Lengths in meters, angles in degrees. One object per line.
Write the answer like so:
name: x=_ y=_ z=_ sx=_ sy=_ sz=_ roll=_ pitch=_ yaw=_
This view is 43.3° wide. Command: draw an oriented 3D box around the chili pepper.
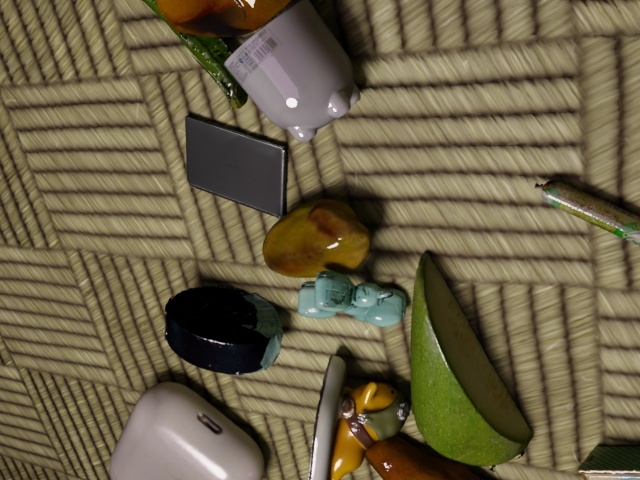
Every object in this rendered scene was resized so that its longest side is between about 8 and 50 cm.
chili pepper: x=-0.211 y=-0.323 z=1.102 sx=0.359 sy=0.076 sz=0.085 roll=47 pitch=167 yaw=4

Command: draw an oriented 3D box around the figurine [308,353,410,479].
figurine: x=0.065 y=0.315 z=1.280 sx=0.141 sy=0.166 sz=0.249 roll=7 pitch=86 yaw=7

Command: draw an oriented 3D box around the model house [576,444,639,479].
model house: x=0.425 y=0.378 z=1.093 sx=0.178 sy=0.206 sz=0.271 roll=-12 pitch=150 yaw=41

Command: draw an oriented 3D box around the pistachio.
pistachio: x=0.003 y=0.002 z=1.170 sx=0.189 sy=0.100 sz=0.110 roll=-17 pitch=129 yaw=40

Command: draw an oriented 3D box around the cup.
cup: x=-0.040 y=-0.201 z=1.039 sx=0.174 sy=0.134 sz=0.142 roll=-30 pitch=102 yaw=40

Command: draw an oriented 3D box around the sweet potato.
sweet potato: x=0.192 y=0.408 z=1.302 sx=0.359 sy=0.112 sz=0.112 roll=24 pitch=129 yaw=19

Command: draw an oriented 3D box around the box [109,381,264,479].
box: x=-0.272 y=0.450 z=1.605 sx=0.289 sy=0.141 sz=0.349 roll=37 pitch=132 yaw=6

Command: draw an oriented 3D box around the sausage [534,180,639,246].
sausage: x=0.380 y=-0.010 z=0.960 sx=0.269 sy=0.033 sz=0.032 roll=27 pitch=130 yaw=15

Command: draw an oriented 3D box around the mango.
mango: x=-0.093 y=-0.345 z=0.954 sx=0.236 sy=0.166 sz=0.136 roll=14 pitch=151 yaw=32

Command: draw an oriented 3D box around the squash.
squash: x=0.209 y=0.184 z=1.148 sx=0.203 sy=0.111 sz=0.288 roll=16 pitch=125 yaw=22

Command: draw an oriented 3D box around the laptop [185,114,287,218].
laptop: x=-0.131 y=-0.112 z=1.234 sx=0.180 sy=0.016 sz=0.129 roll=20 pitch=128 yaw=20

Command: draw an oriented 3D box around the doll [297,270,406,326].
doll: x=0.050 y=0.090 z=1.176 sx=0.159 sy=0.059 sz=0.159 roll=7 pitch=164 yaw=-8

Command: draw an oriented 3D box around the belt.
belt: x=-0.157 y=0.146 z=1.331 sx=0.199 sy=0.151 sz=0.078 roll=16 pitch=122 yaw=12
